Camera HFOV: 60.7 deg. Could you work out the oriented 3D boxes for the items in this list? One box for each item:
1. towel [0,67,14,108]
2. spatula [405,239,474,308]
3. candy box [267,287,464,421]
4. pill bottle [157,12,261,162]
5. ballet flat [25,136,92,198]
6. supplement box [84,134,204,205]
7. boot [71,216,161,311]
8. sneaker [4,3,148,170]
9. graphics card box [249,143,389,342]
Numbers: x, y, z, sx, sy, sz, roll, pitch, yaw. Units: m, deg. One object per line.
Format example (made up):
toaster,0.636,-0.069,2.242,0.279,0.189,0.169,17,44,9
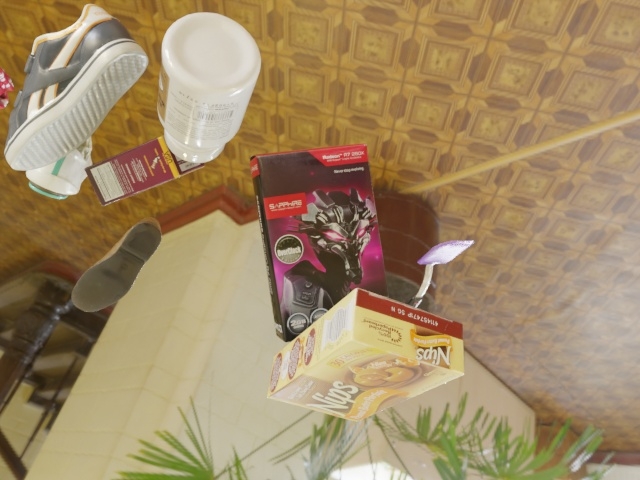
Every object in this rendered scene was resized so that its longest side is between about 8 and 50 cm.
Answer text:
towel,-0.288,-0.115,0.238,0.199,0.031,0.275,-1,173,-9
spatula,0.204,0.094,1.104,0.084,0.030,0.296,0,135,-26
candy box,0.058,0.198,0.873,0.183,0.087,0.316,21,145,-17
pill bottle,-0.176,-0.213,0.818,0.131,0.131,0.229,24,155,-10
ballet flat,-0.571,-0.204,1.229,0.139,0.139,0.400,38,-177,-29
supplement box,-0.335,-0.140,1.047,0.188,0.104,0.080,-17,102,21
boot,-0.526,0.061,1.435,0.305,0.115,0.112,-45,113,4
sneaker,-0.435,-0.256,0.929,0.321,0.126,0.127,-37,83,17
graphics card box,0.000,0.000,1.101,0.233,0.370,0.094,-8,-177,-17
